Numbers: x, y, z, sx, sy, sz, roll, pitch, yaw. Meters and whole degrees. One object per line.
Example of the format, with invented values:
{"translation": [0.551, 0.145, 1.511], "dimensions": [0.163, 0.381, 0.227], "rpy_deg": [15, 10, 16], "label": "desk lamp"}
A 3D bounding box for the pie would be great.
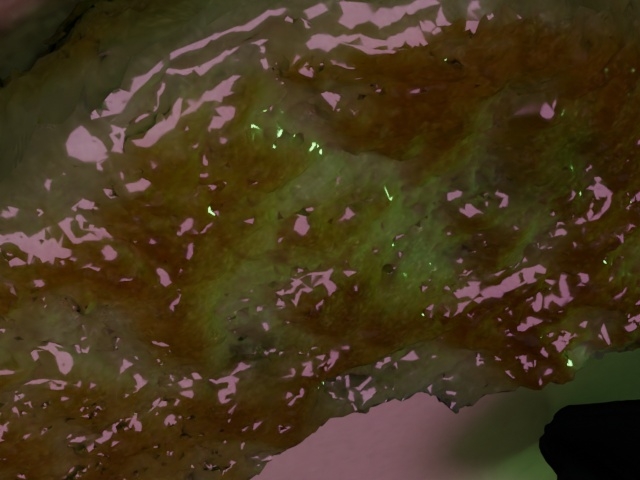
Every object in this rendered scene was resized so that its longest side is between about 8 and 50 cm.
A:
{"translation": [0.000, 0.000, 0.608], "dimensions": [0.371, 0.078, 0.296], "rpy_deg": [-13, 140, -13], "label": "pie"}

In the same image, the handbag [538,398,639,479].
{"translation": [0.275, 0.194, 0.732], "dimensions": [0.303, 0.122, 0.329], "rpy_deg": [39, 152, -19], "label": "handbag"}
